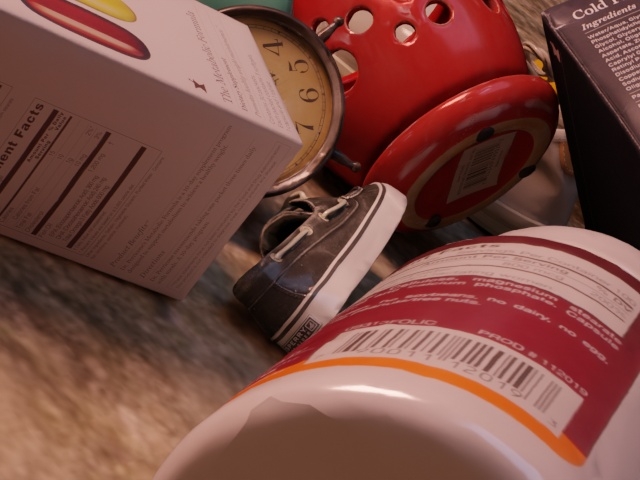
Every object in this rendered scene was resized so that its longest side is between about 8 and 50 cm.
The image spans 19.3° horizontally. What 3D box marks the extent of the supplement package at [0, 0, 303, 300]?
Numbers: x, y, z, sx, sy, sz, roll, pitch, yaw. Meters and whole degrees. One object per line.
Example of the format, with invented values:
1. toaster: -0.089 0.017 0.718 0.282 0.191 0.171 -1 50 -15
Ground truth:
1. supplement package: -0.157 -0.087 1.092 0.244 0.134 0.139 22 28 -35

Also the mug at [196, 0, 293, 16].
1. mug: -0.081 -0.173 1.367 0.097 0.129 0.157 27 36 -27

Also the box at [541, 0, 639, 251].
1. box: 0.322 0.010 1.366 0.312 0.179 0.343 -116 -175 -46

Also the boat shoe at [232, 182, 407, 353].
1. boat shoe: 0.000 0.000 1.242 0.070 0.078 0.219 39 24 -2

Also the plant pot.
1. plant pot: 0.070 -0.112 1.424 0.191 0.191 0.174 6 47 -53

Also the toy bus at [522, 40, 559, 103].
1. toy bus: 0.259 -0.120 1.717 0.191 0.104 0.202 49 -12 -1

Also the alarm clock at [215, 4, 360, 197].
1. alarm clock: -0.071 -0.090 1.264 0.192 0.129 0.064 -6 0 -21

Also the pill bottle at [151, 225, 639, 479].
1. pill bottle: 0.078 0.123 0.943 0.224 0.224 0.392 42 23 7

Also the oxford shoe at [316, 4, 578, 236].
1. oxford shoe: 0.065 -0.182 1.617 0.449 0.130 0.169 43 25 13
